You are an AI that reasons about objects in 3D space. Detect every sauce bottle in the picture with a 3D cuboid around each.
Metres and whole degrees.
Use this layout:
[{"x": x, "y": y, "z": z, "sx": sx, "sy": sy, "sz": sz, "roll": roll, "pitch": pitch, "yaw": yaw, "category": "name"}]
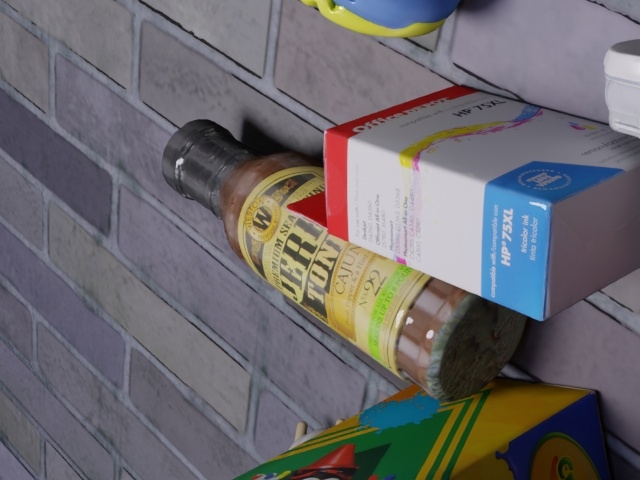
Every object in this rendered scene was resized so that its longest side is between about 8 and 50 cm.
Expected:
[{"x": 0.000, "y": 0.000, "z": 0.909, "sx": 0.344, "sy": 0.111, "sz": 0.111, "roll": 31, "pitch": 129, "yaw": 38, "category": "sauce bottle"}]

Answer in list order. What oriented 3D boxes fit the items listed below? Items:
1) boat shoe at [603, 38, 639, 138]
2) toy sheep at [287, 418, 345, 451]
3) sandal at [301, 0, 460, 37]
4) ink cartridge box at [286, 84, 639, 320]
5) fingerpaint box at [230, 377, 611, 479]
[{"x": 0.232, "y": -0.064, "z": 0.634, "sx": 0.184, "sy": 0.066, "sz": 0.063, "roll": 23, "pitch": 126, "yaw": 43, "category": "boat shoe"}, {"x": 0.010, "y": 0.205, "z": 1.018, "sx": 0.132, "sy": 0.091, "sz": 0.091, "roll": -20, "pitch": 91, "yaw": 56, "category": "toy sheep"}, {"x": 0.003, "y": -0.281, "z": 0.767, "sx": 0.138, "sy": 0.126, "sz": 0.317, "roll": -39, "pitch": 77, "yaw": 47, "category": "sandal"}, {"x": 0.096, "y": -0.039, "z": 0.753, "sx": 0.231, "sy": 0.134, "sz": 0.078, "roll": 23, "pitch": 125, "yaw": 42, "category": "ink cartridge box"}, {"x": 0.061, "y": 0.364, "z": 0.794, "sx": 0.163, "sy": 0.371, "sz": 0.444, "roll": 1, "pitch": 106, "yaw": 50, "category": "fingerpaint box"}]
